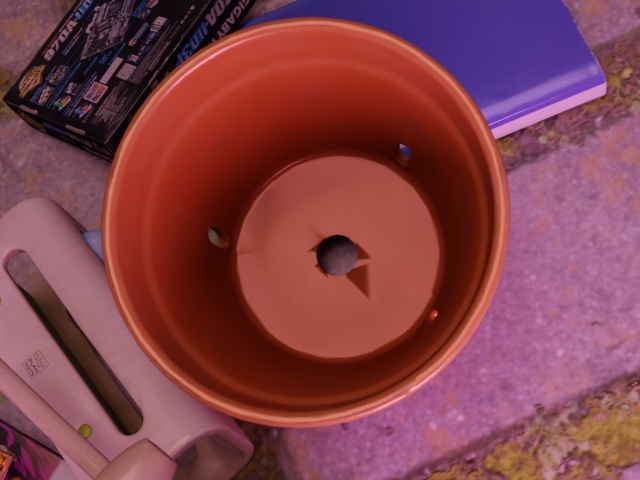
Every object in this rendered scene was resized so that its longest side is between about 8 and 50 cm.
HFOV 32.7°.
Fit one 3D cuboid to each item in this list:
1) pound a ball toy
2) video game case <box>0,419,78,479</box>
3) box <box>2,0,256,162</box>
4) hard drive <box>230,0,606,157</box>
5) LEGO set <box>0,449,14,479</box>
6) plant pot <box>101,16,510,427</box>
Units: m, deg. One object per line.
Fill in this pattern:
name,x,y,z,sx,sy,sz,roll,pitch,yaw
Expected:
pound a ball toy,-0.173,0.095,0.877,0.135,0.208,0.319,-41,63,-4
video game case,-0.332,0.248,0.945,0.232,0.042,0.210,24,76,22
box,-0.187,-0.189,1.066,0.175,0.051,0.220,23,74,38
hard drive,0.073,-0.164,1.017,0.318,0.040,0.210,-22,64,5
LEGO set,-0.360,0.276,0.857,0.287,0.107,0.132,-37,65,0
plant pot,0.000,0.000,0.854,0.290,0.203,0.291,-2,80,9
